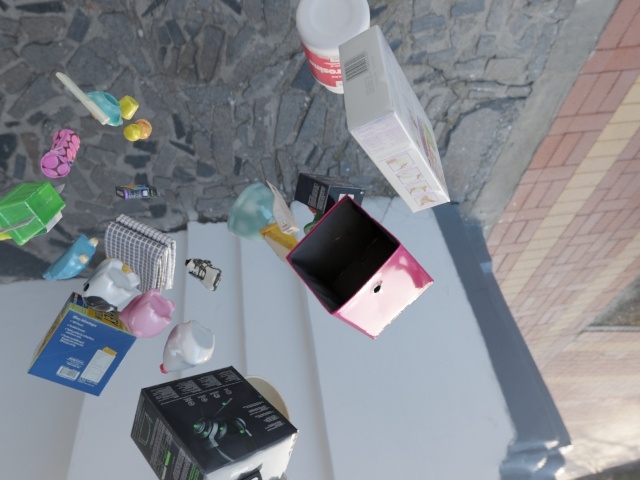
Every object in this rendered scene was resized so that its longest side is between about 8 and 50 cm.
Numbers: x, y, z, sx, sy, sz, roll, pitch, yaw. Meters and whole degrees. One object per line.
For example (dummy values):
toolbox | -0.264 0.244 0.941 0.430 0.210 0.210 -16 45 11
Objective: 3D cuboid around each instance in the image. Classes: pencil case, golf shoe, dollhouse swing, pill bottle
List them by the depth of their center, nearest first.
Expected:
golf shoe | -0.383 0.106 1.406 0.094 0.198 0.077 22 89 -34
pencil case | -0.853 -0.294 1.440 0.095 0.209 0.098 -5 128 -17
pill bottle | 0.058 -0.670 1.509 0.229 0.229 0.407 -15 175 6
dollhouse swing | 0.000 0.000 1.853 0.305 0.346 0.315 -47 136 -14

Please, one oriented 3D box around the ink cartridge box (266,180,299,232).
ink cartridge box | -0.141 -0.107 1.480 0.045 0.179 0.145 -32 173 5

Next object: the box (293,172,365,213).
box | 0.028 -0.146 1.378 0.156 0.158 0.093 -1 112 -41

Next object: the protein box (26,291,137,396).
protein box | -0.665 0.292 1.237 0.199 0.136 0.201 34 88 -29

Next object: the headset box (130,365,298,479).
headset box | -0.225 0.425 0.949 0.246 0.283 0.131 0 112 -50

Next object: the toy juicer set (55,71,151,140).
toy juicer set | -0.698 -0.409 1.441 0.089 0.209 0.329 -38 174 14

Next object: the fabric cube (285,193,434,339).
fabric cube | 0.112 0.081 1.229 0.254 0.259 0.258 -45 139 4

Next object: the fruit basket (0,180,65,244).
fruit basket | -1.111 -0.063 1.551 0.353 0.327 0.165 -27 119 7

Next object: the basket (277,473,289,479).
basket | -0.161 0.752 1.339 0.113 0.167 0.103 -25 123 -23

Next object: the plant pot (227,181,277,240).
plant pot | -0.284 -0.111 2.126 0.196 0.293 0.293 30 141 13

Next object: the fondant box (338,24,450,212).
fondant box | 0.163 -0.241 0.930 0.096 0.238 0.330 -20 146 26

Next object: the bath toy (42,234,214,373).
bath toy | -0.370 0.144 0.875 0.129 0.151 0.348 -40 111 11

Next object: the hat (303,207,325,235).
hat | 0.033 -0.100 1.510 0.208 0.184 0.173 17 152 -13

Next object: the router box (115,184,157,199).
router box | -0.809 -0.214 1.915 0.133 0.179 0.046 -11 107 -35

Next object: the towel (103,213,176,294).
towel | -0.674 0.072 1.622 0.235 0.121 0.284 23 127 4

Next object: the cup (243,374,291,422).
cup | -0.308 0.723 1.690 0.237 0.331 0.331 -31 137 25
